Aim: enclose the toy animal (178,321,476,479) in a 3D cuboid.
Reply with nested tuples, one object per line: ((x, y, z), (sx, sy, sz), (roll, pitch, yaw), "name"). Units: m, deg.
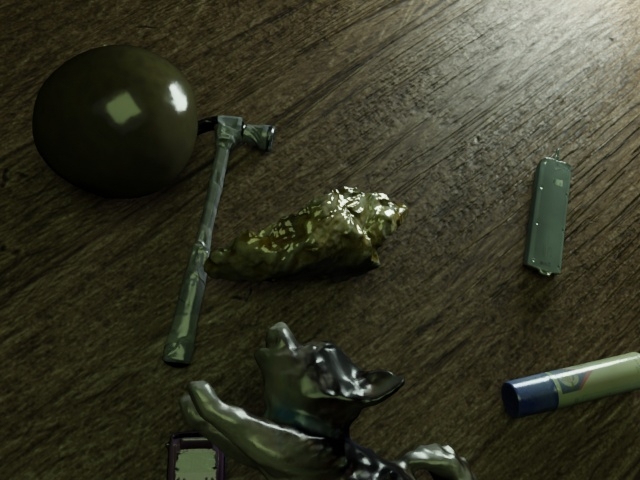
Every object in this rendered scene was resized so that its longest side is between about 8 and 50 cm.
((0.024, 0.257, 0.788), (0.302, 0.194, 0.344), (-22, 79, -28), "toy animal")

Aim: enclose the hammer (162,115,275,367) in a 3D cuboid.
((-0.173, -0.012, 0.995), (0.152, 0.044, 0.427), (8, 69, -5), "hammer")

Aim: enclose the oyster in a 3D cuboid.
((0.000, 0.005, 0.966), (0.341, 0.166, 0.110), (-5, 59, -34), "oyster")

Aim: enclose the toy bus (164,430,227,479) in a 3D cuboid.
((-0.163, 0.342, 0.830), (0.086, 0.098, 0.178), (1, 69, -8), "toy bus")

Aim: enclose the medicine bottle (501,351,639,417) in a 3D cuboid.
((0.399, 0.225, 0.983), (0.231, 0.059, 0.059), (-9, 71, -13), "medicine bottle")

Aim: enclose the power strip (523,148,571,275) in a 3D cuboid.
((0.401, -0.052, 1.106), (0.060, 0.027, 0.253), (16, 68, -1), "power strip")

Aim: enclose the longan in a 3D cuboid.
((-0.308, -0.181, 0.947), (0.248, 0.248, 0.248), (3, 69, -8), "longan")
